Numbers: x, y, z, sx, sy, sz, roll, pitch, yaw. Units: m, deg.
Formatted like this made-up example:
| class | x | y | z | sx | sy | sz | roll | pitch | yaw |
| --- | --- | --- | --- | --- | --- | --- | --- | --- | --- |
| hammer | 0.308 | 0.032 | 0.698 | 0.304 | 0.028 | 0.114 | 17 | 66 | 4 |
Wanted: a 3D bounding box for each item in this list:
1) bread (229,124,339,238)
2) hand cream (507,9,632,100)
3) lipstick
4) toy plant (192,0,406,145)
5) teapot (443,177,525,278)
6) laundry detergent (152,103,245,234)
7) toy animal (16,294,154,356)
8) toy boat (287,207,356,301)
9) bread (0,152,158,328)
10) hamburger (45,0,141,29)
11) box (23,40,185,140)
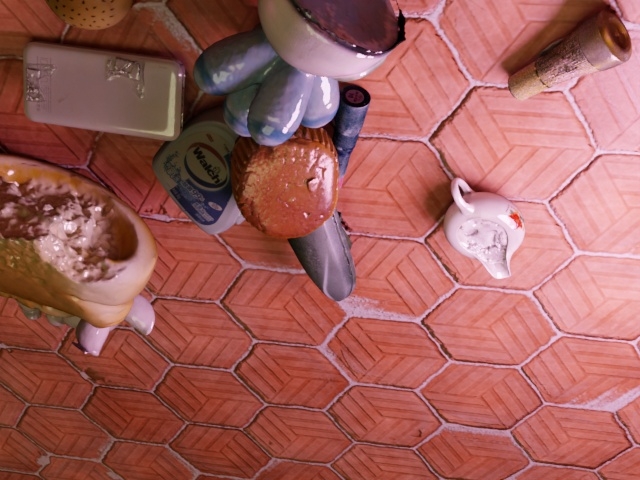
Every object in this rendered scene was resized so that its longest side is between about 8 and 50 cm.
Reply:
| class | x | y | z | sx | sy | sz | roll | pitch | yaw |
| --- | --- | --- | --- | --- | --- | --- | --- | --- | --- |
| bread | -0.056 | -0.101 | 1.712 | 0.199 | 0.104 | 0.199 | -5 | 122 | -9 |
| hand cream | 0.373 | -0.271 | 1.575 | 0.084 | 0.084 | 0.203 | 36 | 141 | -24 |
| lipstick | 0.039 | -0.166 | 1.788 | 0.053 | 0.053 | 0.234 | 14 | 140 | 0 |
| toy plant | -0.053 | -0.272 | 1.550 | 0.247 | 0.247 | 0.332 | 30 | 133 | -18 |
| teapot | 0.288 | -0.034 | 1.841 | 0.145 | 0.092 | 0.226 | -20 | 128 | 29 |
| laundry detergent | -0.144 | -0.140 | 1.810 | 0.280 | 0.105 | 0.215 | -27 | 107 | 34 |
| toy animal | -0.495 | 0.113 | 2.108 | 0.325 | 0.208 | 0.154 | 33 | 136 | 43 |
| toy boat | 0.000 | 0.000 | 1.935 | 0.141 | 0.092 | 0.319 | 23 | 145 | 39 |
| bread | -0.522 | 0.013 | 1.896 | 0.424 | 0.329 | 0.245 | 24 | 106 | -7 |
| hamburger | -0.347 | -0.398 | 1.569 | 0.175 | 0.137 | 0.175 | 7 | 142 | 6 |
| box | -0.373 | -0.257 | 1.765 | 0.285 | 0.044 | 0.142 | 9 | 111 | 7 |
